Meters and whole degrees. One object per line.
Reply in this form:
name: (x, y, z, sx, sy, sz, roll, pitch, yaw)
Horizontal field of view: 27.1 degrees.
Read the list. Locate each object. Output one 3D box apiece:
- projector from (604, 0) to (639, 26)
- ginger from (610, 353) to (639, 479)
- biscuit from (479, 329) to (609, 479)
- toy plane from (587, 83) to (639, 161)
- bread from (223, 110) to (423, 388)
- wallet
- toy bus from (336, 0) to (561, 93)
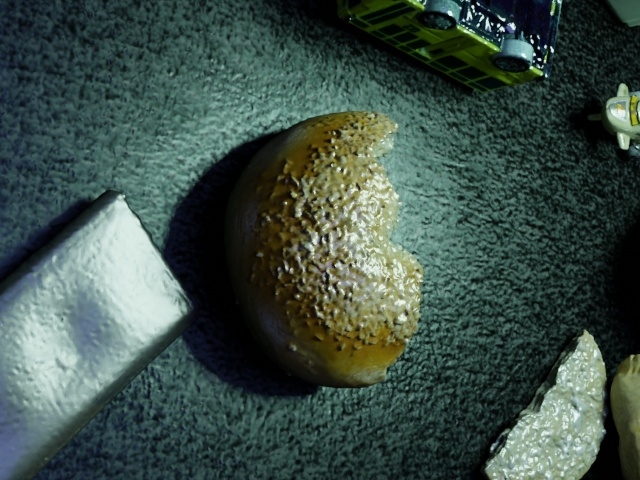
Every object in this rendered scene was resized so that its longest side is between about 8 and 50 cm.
projector: (0.511, -0.407, 1.789, 0.099, 0.192, 0.257, 49, 62, -23)
ginger: (0.448, 0.315, 1.691, 0.190, 0.126, 0.354, -11, 86, -50)
biscuit: (0.301, 0.239, 1.666, 0.250, 0.032, 0.133, -47, 110, -29)
toy plane: (0.474, -0.152, 1.791, 0.286, 0.108, 0.092, 11, 76, -43)
bread: (-0.003, -0.004, 1.425, 0.192, 0.171, 0.314, 11, 77, -35)
wallet: (-0.269, 0.106, 1.318, 0.321, 0.044, 0.170, -45, 108, -31)
toy bus: (0.148, -0.280, 1.566, 0.262, 0.150, 0.128, 22, 72, -34)
